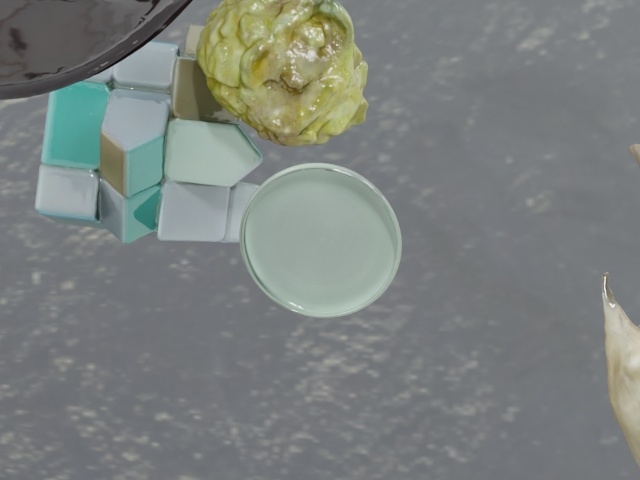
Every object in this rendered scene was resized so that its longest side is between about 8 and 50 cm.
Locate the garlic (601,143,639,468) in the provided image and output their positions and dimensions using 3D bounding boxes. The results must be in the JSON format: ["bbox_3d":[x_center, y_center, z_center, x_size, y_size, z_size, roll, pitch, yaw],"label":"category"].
[{"bbox_3d":[0.321,0.050,1.193,0.313,0.286,0.249,4,59,-58],"label":"garlic"}]

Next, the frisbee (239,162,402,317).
[{"bbox_3d":[0.000,0.000,1.184,0.110,0.110,0.014,64,16,-14],"label":"frisbee"}]

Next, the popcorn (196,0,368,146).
[{"bbox_3d":[-0.031,-0.159,1.641,0.173,0.173,0.142,22,88,-30],"label":"popcorn"}]

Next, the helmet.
[{"bbox_3d":[-0.192,-0.187,1.186,0.177,0.305,0.225,53,34,-10],"label":"helmet"}]

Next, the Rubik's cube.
[{"bbox_3d":[-0.157,-0.104,1.738,0.213,0.265,0.224,8,88,1],"label":"Rubik's cube"}]
